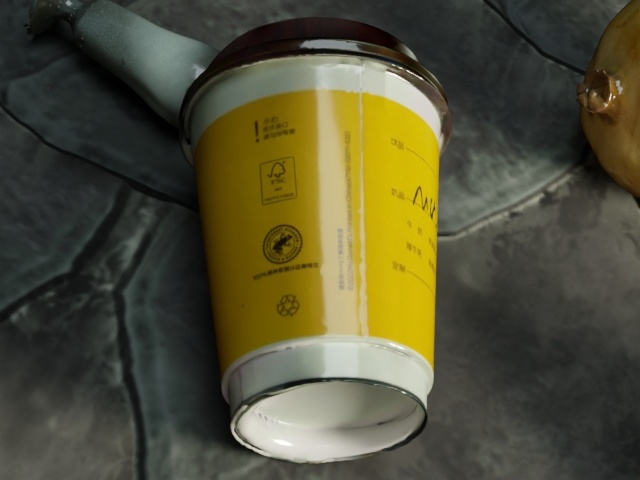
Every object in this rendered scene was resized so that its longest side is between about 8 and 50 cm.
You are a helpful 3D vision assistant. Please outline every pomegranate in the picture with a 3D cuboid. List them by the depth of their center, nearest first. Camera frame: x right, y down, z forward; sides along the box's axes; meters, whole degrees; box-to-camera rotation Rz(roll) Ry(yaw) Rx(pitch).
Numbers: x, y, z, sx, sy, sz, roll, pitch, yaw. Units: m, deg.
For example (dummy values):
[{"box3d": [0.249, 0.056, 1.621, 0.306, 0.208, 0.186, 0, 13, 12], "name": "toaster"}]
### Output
[{"box3d": [0.284, -0.116, 1.370, 0.196, 0.196, 0.196, 9, 50, -11], "name": "pomegranate"}]

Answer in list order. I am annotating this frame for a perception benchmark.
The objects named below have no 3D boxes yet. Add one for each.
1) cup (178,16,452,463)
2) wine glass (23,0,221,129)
[{"box3d": [0.000, 0.000, 1.196, 0.196, 0.196, 0.279, 5, 60, -14], "name": "cup"}, {"box3d": [-0.147, -0.151, 1.336, 0.155, 0.072, 0.072, 33, 50, 10], "name": "wine glass"}]
